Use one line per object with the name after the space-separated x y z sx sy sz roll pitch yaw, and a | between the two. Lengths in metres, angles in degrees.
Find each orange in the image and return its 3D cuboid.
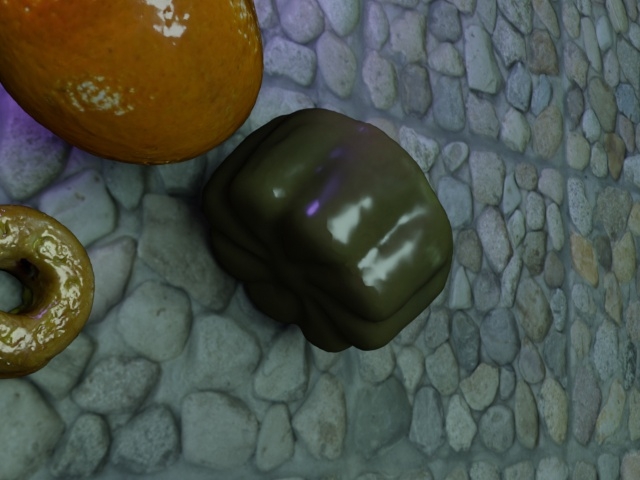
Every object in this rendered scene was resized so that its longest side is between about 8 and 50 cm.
-0.256 -0.296 0.981 0.326 0.424 0.424 -19 97 4 | orange

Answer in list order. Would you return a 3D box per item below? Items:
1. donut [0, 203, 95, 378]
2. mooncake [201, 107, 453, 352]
-0.399 0.063 0.971 0.226 0.113 0.227 9 76 -37 | donut
0.000 0.000 1.145 0.201 0.378 0.378 -43 110 -29 | mooncake
